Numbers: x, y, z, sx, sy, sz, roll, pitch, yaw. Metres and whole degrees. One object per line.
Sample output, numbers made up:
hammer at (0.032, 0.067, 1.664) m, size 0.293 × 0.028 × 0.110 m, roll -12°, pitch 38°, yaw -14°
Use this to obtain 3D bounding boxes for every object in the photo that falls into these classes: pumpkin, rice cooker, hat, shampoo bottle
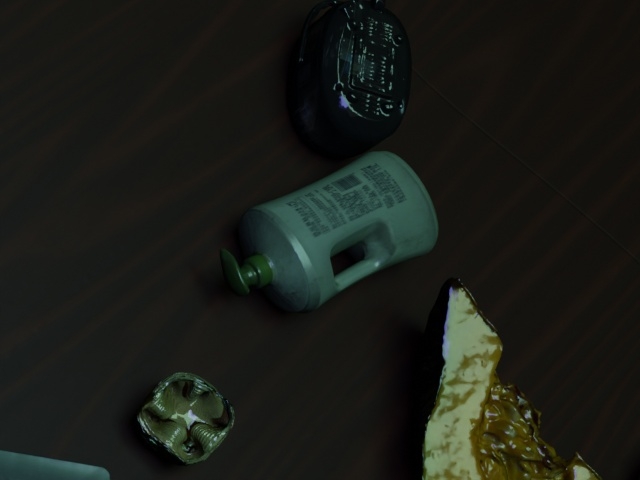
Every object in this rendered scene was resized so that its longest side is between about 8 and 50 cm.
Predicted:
pumpkin at (0.135, 0.197, 1.806) m, size 0.163 × 0.111 × 0.278 m, roll -37°, pitch 96°, yaw -23°
rice cooker at (0.031, -0.167, 1.866) m, size 0.112 × 0.106 × 0.165 m, roll 12°, pitch 76°, yaw -26°
hat at (-0.122, 0.159, 1.659) m, size 0.077 × 0.059 × 0.076 m, roll 41°, pitch 87°, yaw -2°
shampoo bottle at (0.000, 0.000, 1.787) m, size 0.234 × 0.087 × 0.118 m, roll -26°, pitch 85°, yaw -38°

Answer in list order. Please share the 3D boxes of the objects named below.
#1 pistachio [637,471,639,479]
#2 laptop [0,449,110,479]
pistachio at (0.427, 0.249, 1.971) m, size 0.189 × 0.110 × 0.100 m, roll -10°, pitch 46°, yaw -36°
laptop at (-0.301, 0.260, 1.522) m, size 0.269 × 0.015 × 0.188 m, roll 14°, pitch 65°, yaw -30°
